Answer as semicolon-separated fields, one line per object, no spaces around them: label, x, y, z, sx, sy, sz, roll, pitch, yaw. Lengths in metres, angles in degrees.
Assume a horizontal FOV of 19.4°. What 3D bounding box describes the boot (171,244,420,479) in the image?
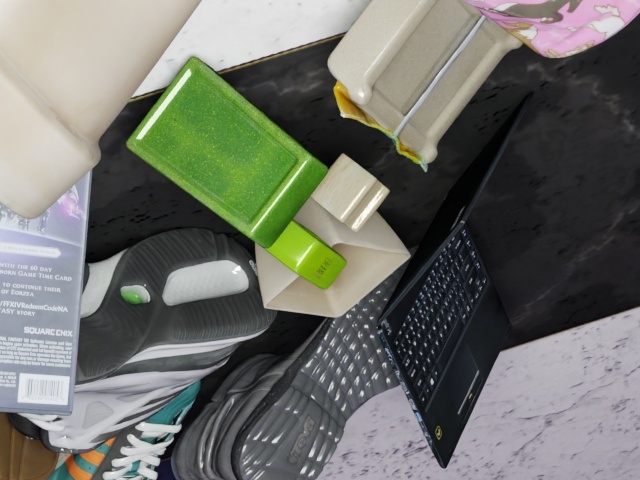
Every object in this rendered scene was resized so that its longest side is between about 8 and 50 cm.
boot;-0.010;0.126;1.936;0.338;0.118;0.222;-41;-166;-20

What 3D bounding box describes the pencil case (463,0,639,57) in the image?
pencil case;0.115;-0.277;1.386;0.167;0.160;0.386;-34;144;20

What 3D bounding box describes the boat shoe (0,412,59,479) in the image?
boat shoe;-0.395;0.178;1.848;0.123;0.123;0.342;-3;170;32

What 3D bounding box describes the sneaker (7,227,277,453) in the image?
sneaker;-0.267;0.127;1.726;0.447;0.169;0.257;-3;144;-43

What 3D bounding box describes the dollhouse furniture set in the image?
dollhouse furniture set;0.012;-0.134;1.629;0.301;0.151;0.197;-52;154;2

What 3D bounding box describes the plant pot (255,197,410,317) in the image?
plant pot;0.000;0.000;1.784;0.109;0.096;0.109;11;137;-46

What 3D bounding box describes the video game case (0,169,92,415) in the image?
video game case;-0.278;-0.001;1.511;0.196;0.274;0.026;8;173;-36

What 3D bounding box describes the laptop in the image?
laptop;0.156;0.037;1.773;0.136;0.234;0.264;-9;119;30

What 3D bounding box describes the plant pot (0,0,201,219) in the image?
plant pot;-0.185;-0.224;1.211;0.280;0.323;0.323;-40;146;1

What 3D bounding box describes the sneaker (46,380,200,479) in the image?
sneaker;-0.211;0.236;2.000;0.108;0.121;0.302;8;138;-37
